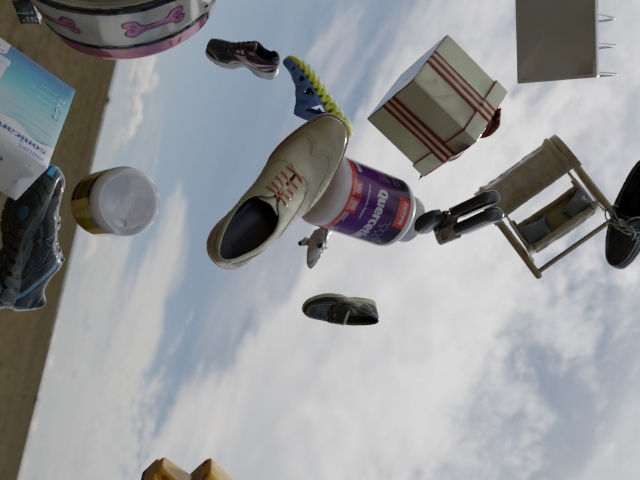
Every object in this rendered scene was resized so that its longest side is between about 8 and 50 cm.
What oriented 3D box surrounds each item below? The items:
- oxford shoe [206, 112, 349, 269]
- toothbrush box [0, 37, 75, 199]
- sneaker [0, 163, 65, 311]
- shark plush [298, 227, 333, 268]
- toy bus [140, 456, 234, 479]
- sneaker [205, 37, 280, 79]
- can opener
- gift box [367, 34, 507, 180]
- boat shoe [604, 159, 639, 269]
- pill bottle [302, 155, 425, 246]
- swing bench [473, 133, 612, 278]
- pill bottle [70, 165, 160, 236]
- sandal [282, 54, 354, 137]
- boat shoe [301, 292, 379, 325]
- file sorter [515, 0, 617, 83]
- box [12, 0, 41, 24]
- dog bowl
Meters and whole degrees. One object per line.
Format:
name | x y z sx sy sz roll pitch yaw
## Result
oxford shoe | -0.072 -0.094 1.703 0.397 0.140 0.146 -53 -172 -4
toothbrush box | -0.668 -0.264 1.788 0.126 0.216 0.295 -38 -146 28
sneaker | -0.643 -0.005 1.905 0.125 0.139 0.341 23 -88 38
shark plush | 0.000 0.000 2.202 0.161 0.073 0.067 -62 141 -46
toy bus | -0.184 0.527 1.579 0.130 0.333 0.108 -43 -169 1
sneaker | -0.174 -0.438 1.961 0.077 0.178 0.072 128 -30 -60
can opener | 0.296 -0.045 1.876 0.283 0.095 0.076 148 -66 -70
gift box | 0.300 -0.321 2.202 0.276 0.258 0.255 -54 -169 -30
boat shoe | 0.675 -0.056 1.841 0.095 0.079 0.254 32 -68 34
pill bottle | 0.106 -0.092 2.083 0.181 0.323 0.181 -21 -119 45
swing bench | 0.562 -0.090 2.122 0.253 0.255 0.165 -38 -173 12
pill bottle | -0.363 -0.065 1.469 0.215 0.117 0.117 0 -103 62
sandal | -0.030 -0.430 2.644 0.138 0.317 0.126 -31 -169 13
boat shoe | 0.061 0.198 2.350 0.073 0.223 0.080 -116 -143 -53
file sorter | 0.580 -0.513 1.975 0.193 0.173 0.278 3 -80 40
box | -0.742 -0.598 2.149 0.083 0.052 0.062 92 -5 -61
dog bowl | -0.381 -0.521 1.662 0.150 0.408 0.408 88 2 -52
